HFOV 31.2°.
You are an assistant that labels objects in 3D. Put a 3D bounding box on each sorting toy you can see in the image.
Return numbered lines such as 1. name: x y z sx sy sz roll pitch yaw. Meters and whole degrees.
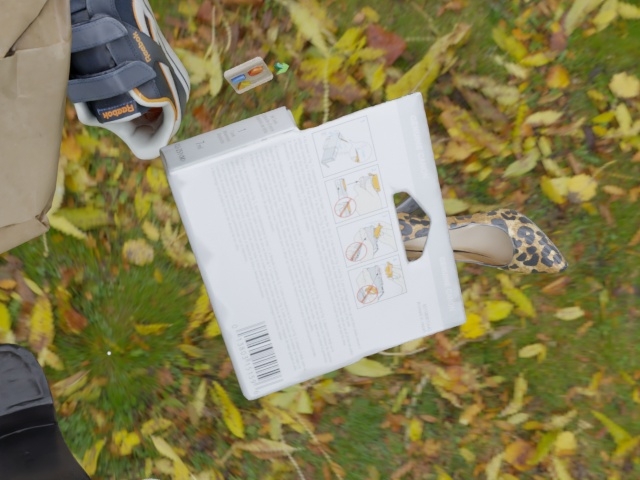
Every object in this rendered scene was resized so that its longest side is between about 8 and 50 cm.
1. sorting toy: -0.085 -0.229 1.566 0.083 0.062 0.012 -23 69 7

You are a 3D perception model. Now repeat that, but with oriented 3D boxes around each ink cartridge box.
1. ink cartridge box: 0.000 0.000 1.102 0.238 0.060 0.275 -19 123 -6

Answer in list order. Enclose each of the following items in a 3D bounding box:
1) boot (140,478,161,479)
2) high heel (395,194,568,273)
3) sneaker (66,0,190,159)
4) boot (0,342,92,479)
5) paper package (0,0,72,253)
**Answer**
1. boot: -0.135 0.415 1.503 0.244 0.176 0.088 14 44 21
2. high heel: 0.194 0.020 1.583 0.261 0.093 0.186 25 41 25
3. sneaker: -0.255 -0.224 1.377 0.126 0.321 0.128 -10 54 23
4. boot: -0.239 0.264 0.933 0.096 0.280 0.264 -16 54 -24
5. paper package: -0.327 -0.087 0.483 0.324 0.168 0.309 36 45 27
